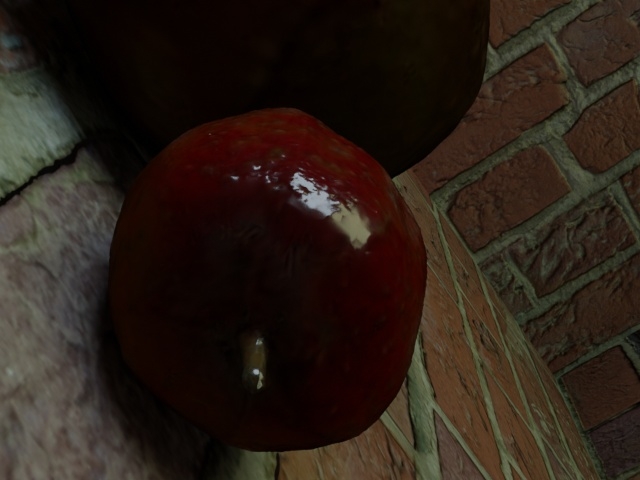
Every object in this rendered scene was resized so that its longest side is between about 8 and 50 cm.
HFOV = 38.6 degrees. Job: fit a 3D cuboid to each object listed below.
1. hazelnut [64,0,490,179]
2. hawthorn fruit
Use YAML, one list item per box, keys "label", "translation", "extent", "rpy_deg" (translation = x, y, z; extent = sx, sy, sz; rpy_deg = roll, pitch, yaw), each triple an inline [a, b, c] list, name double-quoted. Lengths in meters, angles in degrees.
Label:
- label: "hazelnut"
  translation: [-0.047, -0.217, 0.821]
  extent: [0.421, 0.352, 0.421]
  rpy_deg: [19, 9, -3]
- label: "hawthorn fruit"
  translation: [-0.036, 0.030, 0.570]
  extent: [0.215, 0.215, 0.249]
  rpy_deg: [53, 20, -16]
